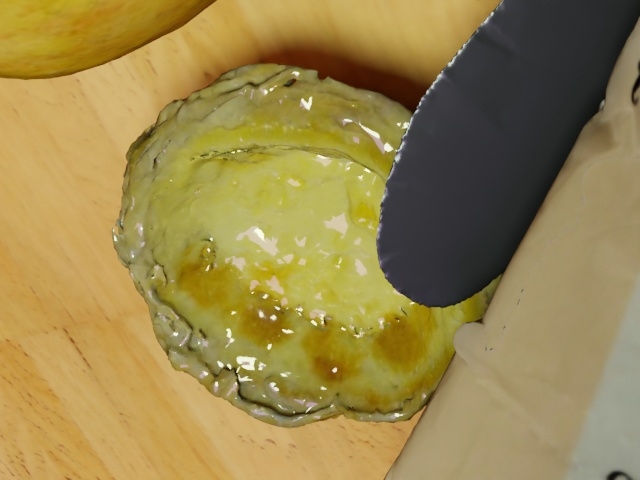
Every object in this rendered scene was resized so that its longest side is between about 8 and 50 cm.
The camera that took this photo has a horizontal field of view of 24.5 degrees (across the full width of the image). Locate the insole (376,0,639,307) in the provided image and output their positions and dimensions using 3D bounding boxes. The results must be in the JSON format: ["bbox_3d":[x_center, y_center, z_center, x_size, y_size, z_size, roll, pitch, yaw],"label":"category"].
[{"bbox_3d":[0.093,-0.071,0.621,0.080,0.003,0.232,26,107,-17],"label":"insole"}]

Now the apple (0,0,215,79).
[{"bbox_3d":[-0.097,-0.216,0.468,0.275,0.299,0.299,-44,108,-4],"label":"apple"}]

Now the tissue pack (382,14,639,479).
[{"bbox_3d":[0.237,0.098,0.622,0.375,0.195,0.390,27,114,7],"label":"tissue pack"}]

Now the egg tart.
[{"bbox_3d":[0.000,0.000,0.723,0.212,0.090,0.212,9,129,11],"label":"egg tart"}]
